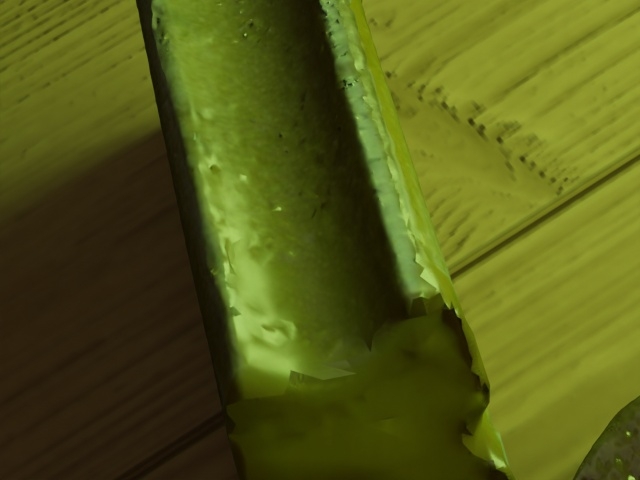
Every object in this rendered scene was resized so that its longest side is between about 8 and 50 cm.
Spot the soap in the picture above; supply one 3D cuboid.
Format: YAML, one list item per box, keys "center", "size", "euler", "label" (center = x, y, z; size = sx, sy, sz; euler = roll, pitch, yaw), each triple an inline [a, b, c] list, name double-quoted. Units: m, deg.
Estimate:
- center: [0.000, 0.000, 0.560]
  size: [0.080, 0.160, 0.258]
  euler: [-16, 58, 3]
  label: "soap"

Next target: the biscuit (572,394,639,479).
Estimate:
- center: [0.178, 0.116, 0.525]
  size: [0.208, 0.049, 0.181]
  euler: [10, 63, 15]
  label: "biscuit"
